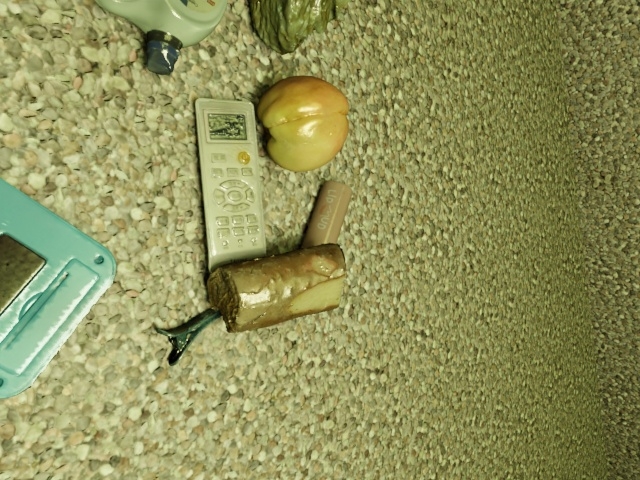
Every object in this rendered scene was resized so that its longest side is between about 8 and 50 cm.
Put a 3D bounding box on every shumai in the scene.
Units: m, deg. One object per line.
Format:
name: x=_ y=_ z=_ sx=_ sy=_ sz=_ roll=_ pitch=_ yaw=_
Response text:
shumai: x=-0.027 y=-0.490 z=0.845 sx=0.218 sy=0.189 sz=0.256 roll=-18 pitch=108 yaw=-37

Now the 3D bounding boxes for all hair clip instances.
hair clip: x=-0.185 y=0.141 z=0.828 sx=0.229 sy=0.039 sz=0.070 roll=-27 pitch=107 yaw=-38

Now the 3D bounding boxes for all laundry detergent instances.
laundry detergent: x=-0.252 y=-0.409 z=0.708 sx=0.214 sy=0.105 sz=0.281 roll=13 pitch=85 yaw=-41

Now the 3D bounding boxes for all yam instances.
yam: x=-0.072 y=0.083 z=0.808 sx=0.238 sy=0.128 sz=0.130 roll=-9 pitch=88 yaw=-27

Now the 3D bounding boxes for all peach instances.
peach: x=-0.029 y=-0.225 z=0.864 sx=0.184 sy=0.184 sz=0.185 roll=-2 pitch=93 yaw=-41

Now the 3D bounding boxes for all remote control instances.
remote control: x=-0.168 y=-0.096 z=0.828 sx=0.109 sy=0.055 sz=0.314 roll=-5 pitch=92 yaw=-30

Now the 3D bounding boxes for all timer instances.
timer: x=-0.440 y=0.053 z=0.599 sx=0.250 sy=0.091 sz=0.232 roll=41 pitch=66 yaw=-21

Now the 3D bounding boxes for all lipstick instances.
lipstick: x=0.000 y=0.000 z=0.961 sx=0.070 sy=0.070 sz=0.255 roll=29 pitch=73 yaw=-38
